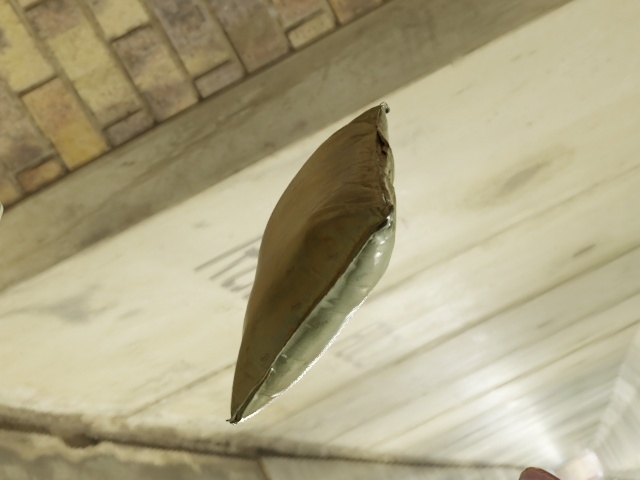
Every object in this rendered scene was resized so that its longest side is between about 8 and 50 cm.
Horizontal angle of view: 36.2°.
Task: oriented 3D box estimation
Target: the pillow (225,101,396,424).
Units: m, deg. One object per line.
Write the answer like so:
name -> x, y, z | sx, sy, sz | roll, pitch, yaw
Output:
pillow -> 0.000, 0.000, 0.742 | 0.075, 0.185, 0.302 | 31, 19, -8

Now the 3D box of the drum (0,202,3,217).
drum -> -0.336, -0.049, 0.759 | 0.253, 0.049, 0.130 | 14, -28, 45

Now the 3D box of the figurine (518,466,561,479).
figurine -> 0.198, 0.252, 0.498 | 0.284, 0.206, 0.315 | 30, -66, 55
